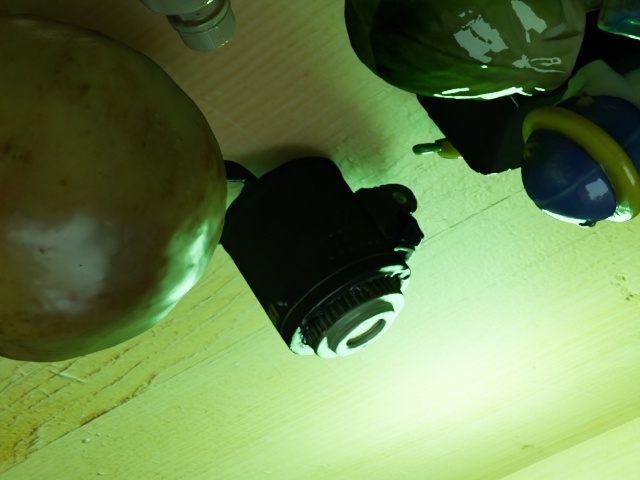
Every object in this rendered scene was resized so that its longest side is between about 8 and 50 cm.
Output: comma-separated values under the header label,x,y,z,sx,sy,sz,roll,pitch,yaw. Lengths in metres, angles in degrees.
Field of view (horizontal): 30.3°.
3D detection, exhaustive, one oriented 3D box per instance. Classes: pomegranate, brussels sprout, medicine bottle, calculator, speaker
label,x,y,z,sx,sy,sz,roll,pitch,yaw
pomegranate,-0.296,-0.061,1.332,0.411,0.412,0.411,-11,148,-7
brussels sprout,0.160,-0.260,1.314,0.271,0.210,0.219,19,137,8
medicine bottle,-0.154,-0.299,1.242,0.114,0.114,0.252,-18,148,4
calculator,0.243,-0.140,1.666,0.234,0.032,0.146,-10,-174,-5
speaker,0.310,-0.230,1.552,0.388,0.184,0.180,-16,151,-20

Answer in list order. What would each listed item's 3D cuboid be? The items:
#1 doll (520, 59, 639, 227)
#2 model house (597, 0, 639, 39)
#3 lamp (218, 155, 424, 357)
label,x,y,z,sx,sy,sz,roll,pitch,yaw
doll,0.315,-0.128,1.355,0.243,0.159,0.311,-54,-175,-4
model house,0.415,-0.326,1.250,0.215,0.303,0.237,10,96,-18
lamp,-0.014,0.031,1.665,0.374,0.272,0.205,-1,144,-21
